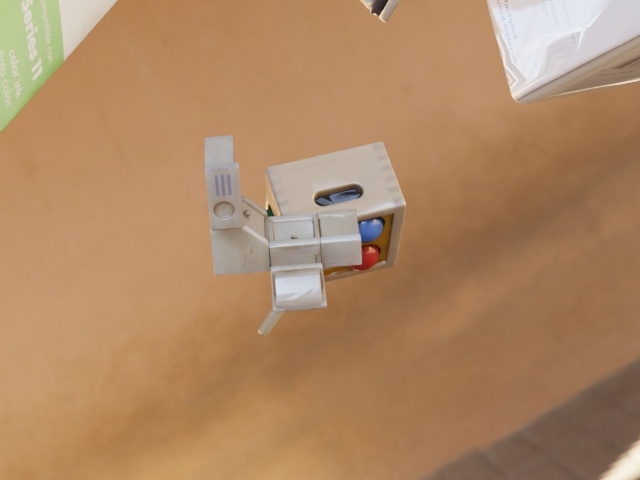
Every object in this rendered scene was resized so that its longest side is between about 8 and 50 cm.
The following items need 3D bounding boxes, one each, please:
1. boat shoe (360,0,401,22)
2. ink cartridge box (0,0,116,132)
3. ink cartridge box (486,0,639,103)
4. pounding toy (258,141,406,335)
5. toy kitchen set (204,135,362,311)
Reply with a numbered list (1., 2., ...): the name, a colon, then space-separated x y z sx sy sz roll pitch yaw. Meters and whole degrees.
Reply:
1. boat shoe: 0.088 -0.332 1.816 0.075 0.065 0.206 -55 -3 -35
2. ink cartridge box: -0.191 -0.220 0.908 0.207 0.119 0.353 13 43 18
3. ink cartridge box: 0.245 -0.175 0.845 0.207 0.117 0.283 -11 -6 -27
4. pounding toy: 0.000 0.000 1.435 0.141 0.100 0.130 -14 -29 -10
5. toy kitchen set: -0.020 -0.010 0.874 0.083 0.075 0.068 -4 36 -2
